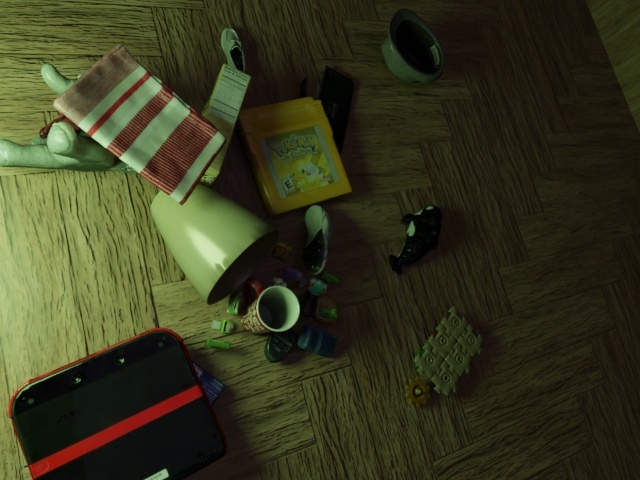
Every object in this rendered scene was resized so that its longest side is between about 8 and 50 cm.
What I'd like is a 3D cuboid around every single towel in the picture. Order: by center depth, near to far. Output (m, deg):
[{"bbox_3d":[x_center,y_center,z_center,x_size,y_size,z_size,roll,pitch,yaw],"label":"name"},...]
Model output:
[{"bbox_3d":[-0.386,-0.263,1.177,0.329,0.037,0.237,40,50,-21],"label":"towel"},{"bbox_3d":[-0.007,0.278,1.436,0.120,0.029,0.067,30,68,-37],"label":"towel"}]

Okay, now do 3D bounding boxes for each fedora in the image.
[{"bbox_3d":[0.313,-0.672,1.869,0.276,0.124,0.243,30,65,-24],"label":"fedora"}]

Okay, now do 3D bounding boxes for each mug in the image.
[{"bbox_3d":[-0.140,0.171,1.346,0.113,0.169,0.150,-6,76,-27],"label":"mug"}]

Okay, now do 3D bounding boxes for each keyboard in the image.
[{"bbox_3d":[0.004,-0.434,1.695,0.202,0.033,0.316,22,64,-24],"label":"keyboard"}]

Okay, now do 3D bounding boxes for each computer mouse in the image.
[{"bbox_3d":[-0.079,0.231,1.432,0.071,0.041,0.242,42,59,-10],"label":"computer mouse"}]

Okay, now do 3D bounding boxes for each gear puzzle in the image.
[{"bbox_3d":[0.369,0.377,1.609,0.175,0.044,0.339,47,63,-7],"label":"gear puzzle"}]

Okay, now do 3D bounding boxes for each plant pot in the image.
[{"bbox_3d":[-0.288,-0.022,1.316,0.274,0.256,0.256,41,59,8],"label":"plant pot"}]

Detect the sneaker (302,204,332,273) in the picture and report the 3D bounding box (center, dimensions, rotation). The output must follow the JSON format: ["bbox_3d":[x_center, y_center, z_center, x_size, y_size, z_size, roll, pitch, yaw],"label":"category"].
[{"bbox_3d":[0.000,0.000,1.493,0.086,0.085,0.237,37,38,-36],"label":"sneaker"}]

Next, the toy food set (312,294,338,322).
[{"bbox_3d":[0.014,0.196,1.500,0.084,0.020,0.082,4,72,-25],"label":"toy food set"}]

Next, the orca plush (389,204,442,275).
[{"bbox_3d":[0.323,-0.022,1.675,0.287,0.102,0.151,-35,91,-30],"label":"orca plush"}]

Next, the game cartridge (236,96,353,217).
[{"bbox_3d":[-0.076,-0.258,1.560,0.286,0.053,0.323,-19,90,-27],"label":"game cartridge"}]

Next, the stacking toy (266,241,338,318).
[{"bbox_3d":[-0.041,0.111,1.441,0.221,0.052,0.166,28,34,-16],"label":"stacking toy"}]

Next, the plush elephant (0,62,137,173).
[{"bbox_3d":[-0.566,-0.303,1.245,0.330,0.272,0.255,0,87,-56],"label":"plush elephant"}]

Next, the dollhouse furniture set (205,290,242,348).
[{"bbox_3d":[-0.249,0.197,1.334,0.059,0.076,0.151,14,76,-18],"label":"dollhouse furniture set"}]

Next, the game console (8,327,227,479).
[{"bbox_3d":[-0.445,0.407,1.159,0.387,0.060,0.341,-22,84,-22],"label":"game console"}]

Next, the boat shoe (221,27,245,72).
[{"bbox_3d":[-0.262,-0.575,1.589,0.066,0.063,0.184,2,73,-26],"label":"boat shoe"}]

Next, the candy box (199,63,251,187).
[{"bbox_3d":[-0.291,-0.295,1.415,0.088,0.183,0.316,21,66,-20],"label":"candy box"}]

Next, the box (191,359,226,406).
[{"bbox_3d":[-0.347,0.404,1.245,0.136,0.036,0.225,40,61,-9],"label":"box"}]
